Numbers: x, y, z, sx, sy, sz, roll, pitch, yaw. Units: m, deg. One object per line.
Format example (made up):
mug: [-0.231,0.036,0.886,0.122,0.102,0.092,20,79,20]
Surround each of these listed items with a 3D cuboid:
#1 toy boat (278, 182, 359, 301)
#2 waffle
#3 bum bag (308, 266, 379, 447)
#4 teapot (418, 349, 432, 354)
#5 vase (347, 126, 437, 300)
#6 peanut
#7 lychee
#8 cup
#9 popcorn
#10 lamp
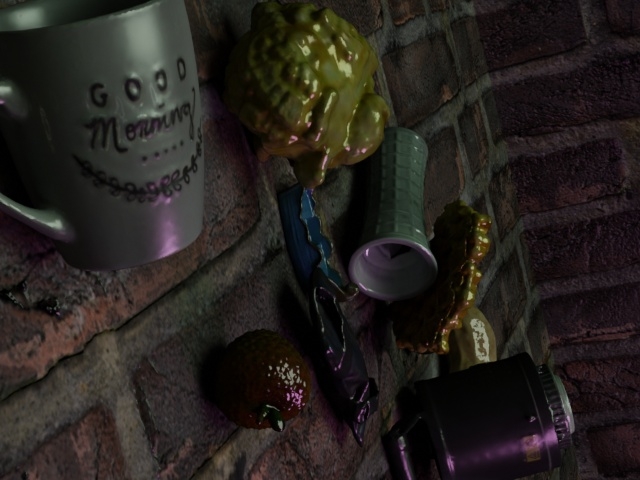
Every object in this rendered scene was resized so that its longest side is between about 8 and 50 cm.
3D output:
toy boat: [0.000,0.000,1.792,0.075,0.077,0.185,-24,102,-71]
waffle: [0.190,0.058,2.058,0.051,0.291,0.291,22,47,-18]
bum bag: [0.028,0.171,1.780,0.310,0.074,0.137,67,10,-45]
teapot: [0.169,0.158,2.225,0.057,0.066,0.088,5,52,-53]
vase: [0.122,-0.054,2.088,0.299,0.143,0.143,-84,155,-46]
peanut: [0.284,0.246,2.426,0.125,0.111,0.274,8,68,-54]
lychee: [-0.067,0.162,1.460,0.146,0.114,0.114,-100,167,-50]
cup: [-0.221,-0.089,1.124,0.258,0.186,0.234,-26,115,-40]
popcorn: [-0.025,-0.204,1.685,0.255,0.195,0.256,67,20,-6]
lamp: [0.289,0.312,2.143,0.374,0.272,0.205,-43,119,-67]
